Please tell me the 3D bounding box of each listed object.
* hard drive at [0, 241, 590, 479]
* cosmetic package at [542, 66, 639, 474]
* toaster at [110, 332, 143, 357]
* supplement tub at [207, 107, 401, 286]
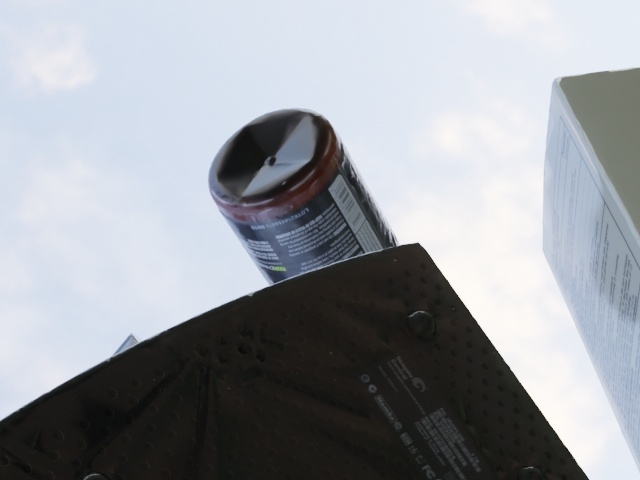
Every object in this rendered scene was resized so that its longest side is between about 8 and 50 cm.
[{"bbox_3d":[-0.005,0.106,0.599,0.254,0.054,0.172,-23,-107,-45],"label":"hard drive"},{"bbox_3d":[0.234,0.028,0.916,0.129,0.153,0.296,-7,-143,-5],"label":"cosmetic package"},{"bbox_3d":[-0.145,0.196,1.261,0.168,0.186,0.110,43,176,-39],"label":"toaster"},{"bbox_3d":[0.000,0.000,1.152,0.198,0.106,0.106,59,-149,-41],"label":"supplement tub"}]
